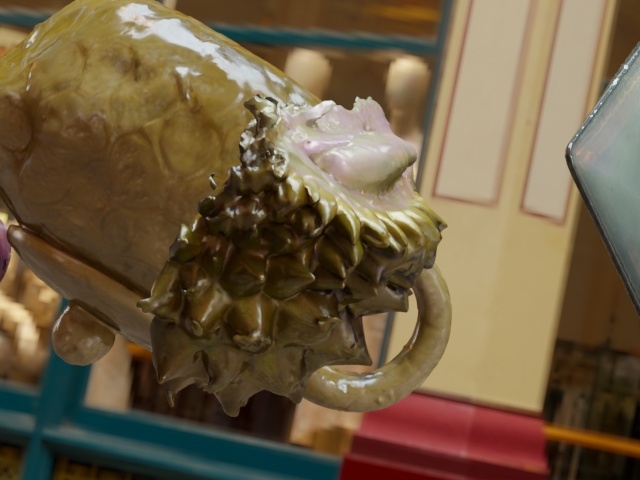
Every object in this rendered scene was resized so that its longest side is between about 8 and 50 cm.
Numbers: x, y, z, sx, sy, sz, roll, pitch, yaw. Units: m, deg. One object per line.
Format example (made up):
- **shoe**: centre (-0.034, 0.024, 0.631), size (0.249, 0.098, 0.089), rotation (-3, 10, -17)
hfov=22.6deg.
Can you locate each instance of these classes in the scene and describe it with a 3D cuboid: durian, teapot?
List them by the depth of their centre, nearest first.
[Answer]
- **durian**: centre (0.012, -0.001, 0.633), size (0.078, 0.140, 0.224), rotation (24, 26, 15)
- **teapot**: centre (-0.070, -0.004, 0.797), size (0.311, 0.167, 0.203), rotation (35, -7, -21)

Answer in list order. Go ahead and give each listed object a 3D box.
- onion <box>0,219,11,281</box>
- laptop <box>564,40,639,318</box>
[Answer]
- **onion**: centre (-0.247, 0.001, 0.978), size (0.115, 0.104, 0.115), rotation (-3, 1, 0)
- **laptop**: centre (0.223, 0.020, 0.913), size (0.015, 0.269, 0.187), rotation (-14, 23, 37)
